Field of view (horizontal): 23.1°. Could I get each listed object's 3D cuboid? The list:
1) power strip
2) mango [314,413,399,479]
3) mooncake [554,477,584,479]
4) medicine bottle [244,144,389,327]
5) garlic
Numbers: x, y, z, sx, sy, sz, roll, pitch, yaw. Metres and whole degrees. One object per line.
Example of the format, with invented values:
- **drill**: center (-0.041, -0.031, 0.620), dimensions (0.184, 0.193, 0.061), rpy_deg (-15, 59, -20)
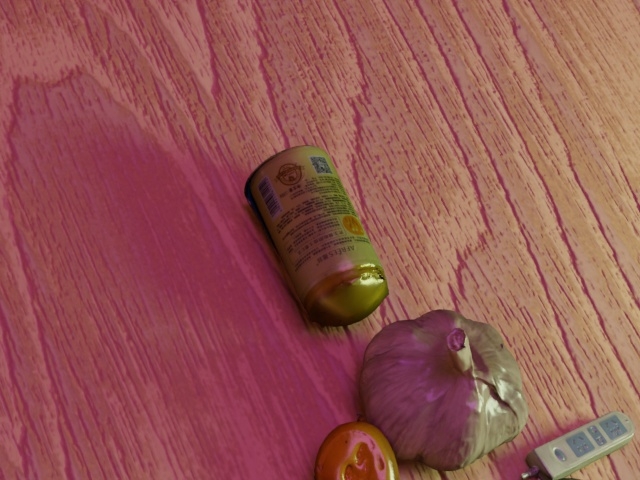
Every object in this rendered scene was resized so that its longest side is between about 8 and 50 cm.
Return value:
- **power strip**: center (0.328, 0.266, 2.003), dimensions (0.191, 0.030, 0.047), rpy_deg (-21, 64, -29)
- **mango**: center (0.045, 0.297, 1.865), dimensions (0.101, 0.066, 0.187), rpy_deg (-6, 70, 2)
- **mooncake**: center (0.304, 0.376, 1.874), dimensions (0.168, 0.104, 0.175), rpy_deg (-12, 63, -28)
- **medicine bottle**: center (0.000, 0.000, 2.035), dimensions (0.124, 0.124, 0.239), rpy_deg (-13, 62, -25)
- **garlic**: center (0.161, 0.164, 1.911), dimensions (0.218, 0.212, 0.219), rpy_deg (5, 59, -8)
